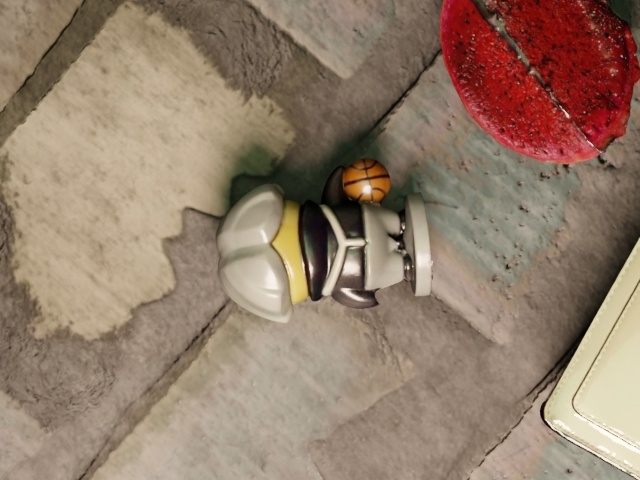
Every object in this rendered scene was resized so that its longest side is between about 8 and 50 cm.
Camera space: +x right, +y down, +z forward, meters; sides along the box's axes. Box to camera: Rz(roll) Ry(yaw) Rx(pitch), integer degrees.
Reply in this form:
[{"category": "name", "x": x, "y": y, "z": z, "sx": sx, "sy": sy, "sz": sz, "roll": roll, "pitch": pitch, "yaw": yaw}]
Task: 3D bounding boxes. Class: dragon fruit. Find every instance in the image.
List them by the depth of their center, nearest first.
[{"category": "dragon fruit", "x": 0.235, "y": -0.207, "z": 1.277, "sx": 0.189, "sy": 0.163, "sz": 0.261, "roll": -37, "pitch": 90, "yaw": 33}]

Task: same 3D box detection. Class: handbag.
[{"category": "handbag", "x": 0.426, "y": 0.101, "z": 1.239, "sx": 0.237, "sy": 0.160, "sz": 0.358, "roll": 30, "pitch": 89, "yaw": 17}]

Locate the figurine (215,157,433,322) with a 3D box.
[{"category": "figurine", "x": 0.000, "y": 0.000, "z": 1.275, "sx": 0.236, "sy": 0.133, "sz": 0.176, "roll": -6, "pitch": 78, "yaw": -1}]
